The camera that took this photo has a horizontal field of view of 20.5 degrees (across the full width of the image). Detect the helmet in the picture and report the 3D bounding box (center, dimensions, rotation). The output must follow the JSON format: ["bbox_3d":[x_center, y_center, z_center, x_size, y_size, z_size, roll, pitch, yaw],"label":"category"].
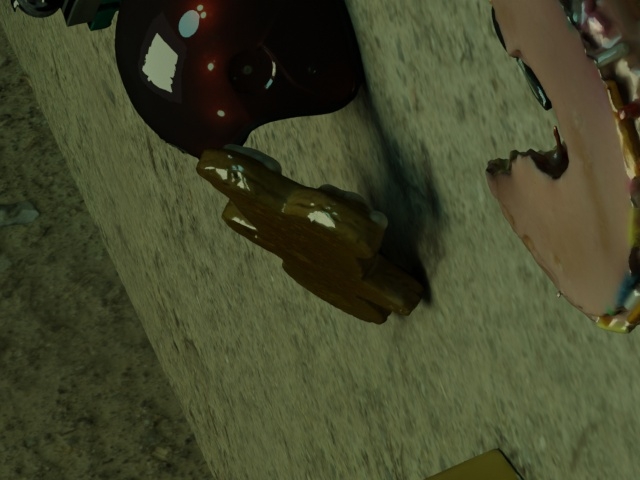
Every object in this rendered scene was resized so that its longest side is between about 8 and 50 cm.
[{"bbox_3d":[-0.074,-0.172,1.497,0.216,0.193,0.189,-63,27,8],"label":"helmet"}]

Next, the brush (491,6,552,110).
[{"bbox_3d":[0.125,-0.116,1.113,0.024,0.008,0.083,102,146,-60],"label":"brush"}]

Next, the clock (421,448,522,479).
[{"bbox_3d":[0.045,0.337,1.429,0.200,0.317,0.244,-117,13,-55],"label":"clock"}]

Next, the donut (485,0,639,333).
[{"bbox_3d":[0.152,-0.060,0.922,0.199,0.085,0.232,-123,19,-46],"label":"donut"}]

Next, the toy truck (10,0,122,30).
[{"bbox_3d":[-0.281,-0.400,1.971,0.363,0.178,0.176,68,157,11],"label":"toy truck"}]

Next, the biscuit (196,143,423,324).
[{"bbox_3d":[0.000,0.000,1.514,0.197,0.049,0.301,29,168,22],"label":"biscuit"}]
